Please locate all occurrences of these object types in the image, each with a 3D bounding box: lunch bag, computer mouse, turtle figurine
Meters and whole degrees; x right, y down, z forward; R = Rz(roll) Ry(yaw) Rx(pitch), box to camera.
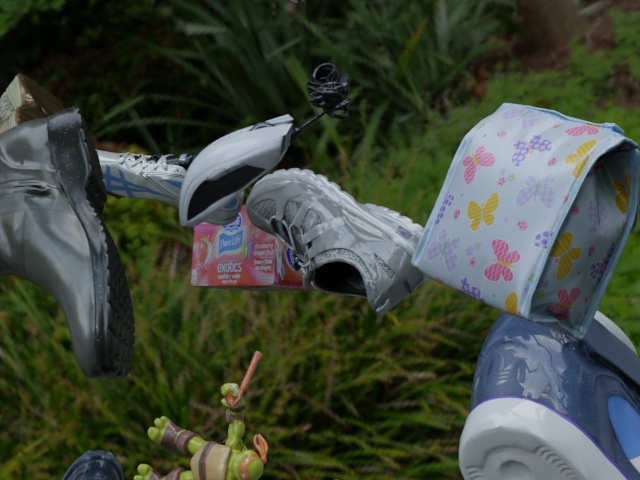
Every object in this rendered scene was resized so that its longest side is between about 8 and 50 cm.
[{"bbox_3d":[0.088,-0.011,0.447,0.071,0.053,0.083,24,94,48],"label":"lunch bag"},{"bbox_3d":[-0.055,-0.080,0.908,0.193,0.042,0.106,-36,20,17],"label":"computer mouse"},{"bbox_3d":[-0.141,0.280,1.434,0.217,0.087,0.270,-5,74,44],"label":"turtle figurine"}]

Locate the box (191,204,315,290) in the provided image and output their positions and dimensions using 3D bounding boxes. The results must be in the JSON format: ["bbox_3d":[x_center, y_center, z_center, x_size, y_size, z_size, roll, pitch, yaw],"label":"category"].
[{"bbox_3d":[-0.079,0.013,1.632,0.128,0.123,0.257,5,-5,-33],"label":"box"}]

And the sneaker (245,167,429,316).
[{"bbox_3d":[0.000,0.000,1.259,0.281,0.105,0.115,21,60,43],"label":"sneaker"}]

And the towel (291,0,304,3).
[{"bbox_3d":[-0.124,-0.412,1.174,0.237,0.329,0.037,32,68,23],"label":"towel"}]

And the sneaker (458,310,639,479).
[{"bbox_3d":[0.247,0.184,0.875,0.130,0.323,0.236,-35,12,35],"label":"sneaker"}]

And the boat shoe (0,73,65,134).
[{"bbox_3d":[-0.354,-0.112,1.327,0.089,0.104,0.285,-46,27,8],"label":"boat shoe"}]

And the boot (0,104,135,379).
[{"bbox_3d":[-0.239,0.014,0.845,0.161,0.247,0.083,-16,-29,-4],"label":"boot"}]

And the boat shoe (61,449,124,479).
[{"bbox_3d":[-0.186,0.250,0.829,0.083,0.065,0.183,-98,28,-64],"label":"boat shoe"}]

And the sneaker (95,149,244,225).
[{"bbox_3d":[-0.217,-0.090,1.476,0.237,0.086,0.085,16,20,-1],"label":"sneaker"}]

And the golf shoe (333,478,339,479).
[{"bbox_3d":[0.038,0.241,0.596,0.105,0.273,0.120,-33,48,6],"label":"golf shoe"}]
